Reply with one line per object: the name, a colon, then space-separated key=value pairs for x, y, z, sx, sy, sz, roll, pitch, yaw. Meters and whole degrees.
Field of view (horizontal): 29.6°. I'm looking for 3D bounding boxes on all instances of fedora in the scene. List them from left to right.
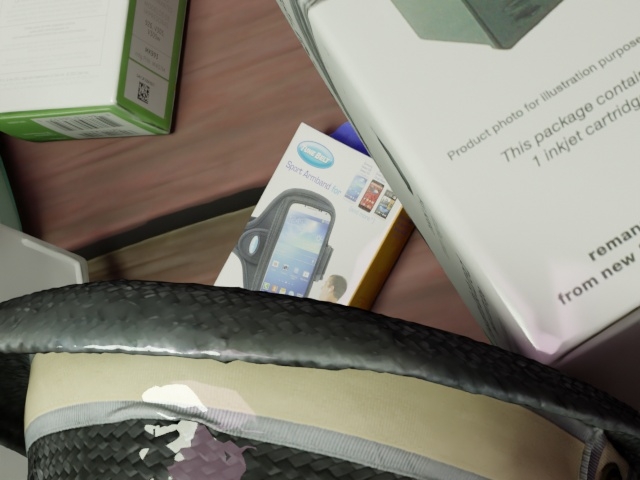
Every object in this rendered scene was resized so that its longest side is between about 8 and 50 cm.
fedora: x=-0.007 y=0.141 z=0.437 sx=0.334 sy=0.334 sz=0.153 roll=-1 pitch=64 yaw=28

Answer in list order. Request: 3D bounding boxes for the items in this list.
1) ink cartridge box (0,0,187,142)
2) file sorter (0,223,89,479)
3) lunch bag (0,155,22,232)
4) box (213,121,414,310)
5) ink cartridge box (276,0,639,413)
ink cartridge box: x=-0.140 y=-0.169 z=0.744 sx=0.109 sy=0.062 sz=0.209 roll=-1 pitch=78 yaw=28
file sorter: x=-0.229 y=0.127 z=0.587 sx=0.173 sy=0.192 sz=0.278 roll=-39 pitch=45 yaw=26
lunch bag: x=-0.338 y=-0.009 z=0.785 sx=0.279 sy=0.108 sz=0.224 roll=-31 pitch=66 yaw=18
box: x=0.000 y=0.000 z=0.652 sx=0.081 sy=0.028 sz=0.136 roll=29 pitch=95 yaw=30
ink cartridge box: x=0.074 y=-0.067 z=0.513 sx=0.121 sy=0.211 sz=0.289 roll=-32 pitch=64 yaw=2
